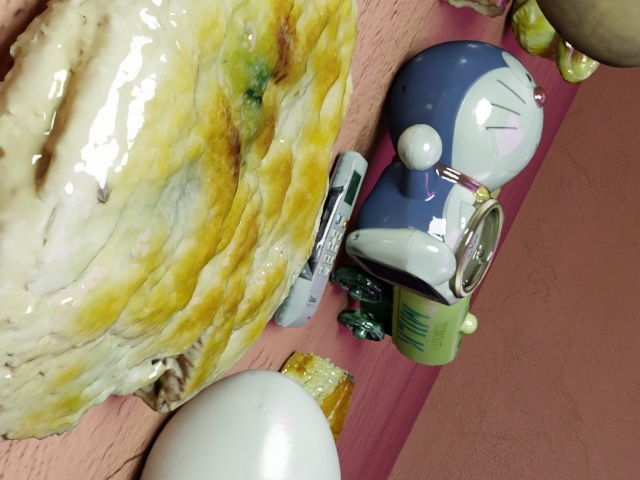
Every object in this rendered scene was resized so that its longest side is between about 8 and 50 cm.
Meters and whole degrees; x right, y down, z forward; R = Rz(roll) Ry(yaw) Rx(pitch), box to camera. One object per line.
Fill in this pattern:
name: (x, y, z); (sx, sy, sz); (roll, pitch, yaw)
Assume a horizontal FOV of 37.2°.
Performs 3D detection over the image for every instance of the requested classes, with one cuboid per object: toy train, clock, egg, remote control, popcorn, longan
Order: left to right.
egg: (-0.060, 0.192, 0.704); (0.151, 0.151, 0.209); (-35, 143, -64)
remote control: (0.000, 0.000, 0.854); (0.065, 0.029, 0.166); (24, 86, -76)
toy train: (0.105, 0.064, 1.074); (0.105, 0.157, 0.253); (-60, 164, -21)
clock: (0.120, -0.073, 0.901); (0.199, 0.147, 0.243); (34, 76, -60)
popcorn: (0.360, -0.316, 1.324); (0.198, 0.198, 0.212); (96, -7, -51)
longan: (0.262, -0.242, 0.807); (0.167, 0.168, 0.187); (-24, 121, -69)

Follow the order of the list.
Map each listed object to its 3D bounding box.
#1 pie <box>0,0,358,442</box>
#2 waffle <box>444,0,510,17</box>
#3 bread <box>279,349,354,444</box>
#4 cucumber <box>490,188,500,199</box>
pie: (-0.061, -0.037, 0.475); (0.337, 0.075, 0.337); (-58, 164, -28)
waffle: (0.182, -0.376, 0.794); (0.304, 0.078, 0.348); (-65, 166, -5)
bread: (-0.019, 0.182, 1.003); (0.140, 0.069, 0.127); (-39, 150, -54)
cucumber: (0.176, -0.061, 1.259); (0.325, 0.105, 0.145); (88, 3, -60)
